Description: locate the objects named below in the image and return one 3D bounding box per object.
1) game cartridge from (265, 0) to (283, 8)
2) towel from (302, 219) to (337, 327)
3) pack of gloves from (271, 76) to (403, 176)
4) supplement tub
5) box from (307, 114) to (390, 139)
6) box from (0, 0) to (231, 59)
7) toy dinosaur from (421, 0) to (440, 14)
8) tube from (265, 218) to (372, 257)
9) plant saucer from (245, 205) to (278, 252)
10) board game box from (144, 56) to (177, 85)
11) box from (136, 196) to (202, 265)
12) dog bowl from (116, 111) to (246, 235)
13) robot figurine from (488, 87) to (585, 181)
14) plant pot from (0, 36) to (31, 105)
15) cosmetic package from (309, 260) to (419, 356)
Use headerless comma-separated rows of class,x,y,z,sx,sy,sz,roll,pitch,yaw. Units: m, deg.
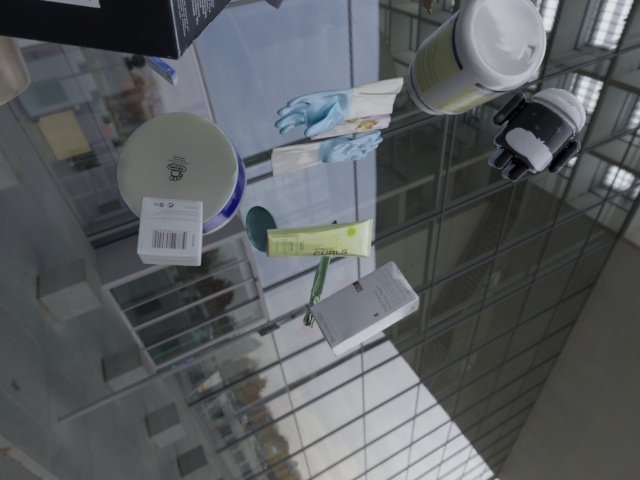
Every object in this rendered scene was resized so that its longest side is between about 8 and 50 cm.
game cartridge,-0.024,-0.753,1.019,0.355,0.068,0.230,-62,-165,8
towel,-0.004,0.117,1.317,0.325,0.038,0.248,101,3,-63
pack of gloves,0.028,-0.186,0.770,0.195,0.231,0.046,101,-29,-60
supplement tub,0.389,-0.473,1.129,0.325,0.235,0.236,-174,-117,-75
box,0.111,-0.461,1.667,0.063,0.323,0.067,96,-18,-63
box,-0.289,-0.405,0.573,0.294,0.295,0.183,-79,177,-45
toy dinosaur,0.302,-0.702,1.061,0.127,0.296,0.200,34,-47,-13
tube,0.000,0.000,0.940,0.070,0.239,0.062,110,-26,-58
plant saucer,-0.142,-0.030,1.072,0.119,0.021,0.120,16,-65,39
board game box,-0.436,-0.472,1.167,0.090,0.020,0.090,37,-9,-13
box,-0.258,-0.013,0.744,0.087,0.101,0.102,132,-41,-68
dog bowl,-0.304,-0.143,0.952,0.104,0.264,0.265,96,-30,-83
robot figurine,0.623,-0.304,1.242,0.209,0.278,0.174,27,19,-41
plant pot,-0.713,-0.384,0.775,0.323,0.323,0.281,50,-17,45
cosmetic package,0.103,0.161,1.008,0.117,0.231,0.086,57,-6,30
